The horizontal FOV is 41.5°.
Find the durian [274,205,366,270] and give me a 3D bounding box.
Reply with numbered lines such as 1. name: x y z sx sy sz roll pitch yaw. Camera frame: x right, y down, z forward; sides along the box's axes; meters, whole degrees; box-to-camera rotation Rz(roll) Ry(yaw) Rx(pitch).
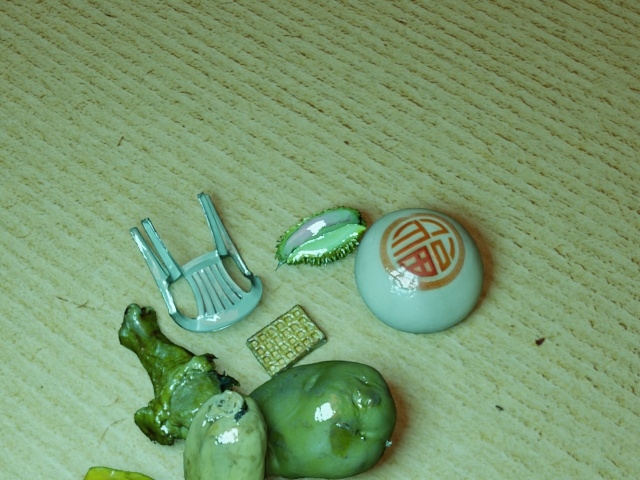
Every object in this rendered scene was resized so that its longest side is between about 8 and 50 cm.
1. durian: 0.003 0.005 1.864 0.221 0.095 0.137 -20 29 6

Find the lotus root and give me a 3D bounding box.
1. lotus root: -0.172 0.408 1.515 0.146 0.284 0.160 -1 20 -14

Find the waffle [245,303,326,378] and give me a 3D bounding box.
1. waffle: -0.072 0.214 1.780 0.148 0.042 0.102 -34 69 -16

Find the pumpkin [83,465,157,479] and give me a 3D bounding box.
1. pumpkin: -0.338 0.559 1.459 0.303 0.256 0.225 26 103 17

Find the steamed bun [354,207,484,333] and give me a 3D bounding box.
1. steamed bun: 0.211 0.051 1.788 0.283 0.177 0.283 0 62 0

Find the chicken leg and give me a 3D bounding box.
1. chicken leg: -0.310 0.293 1.705 0.361 0.140 0.211 29 78 39

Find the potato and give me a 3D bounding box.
1. potato: -0.025 0.348 1.614 0.351 0.202 0.218 -13 86 22

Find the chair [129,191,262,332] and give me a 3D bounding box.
1. chair: -0.260 0.052 1.794 0.203 0.190 0.274 -29 94 -13
